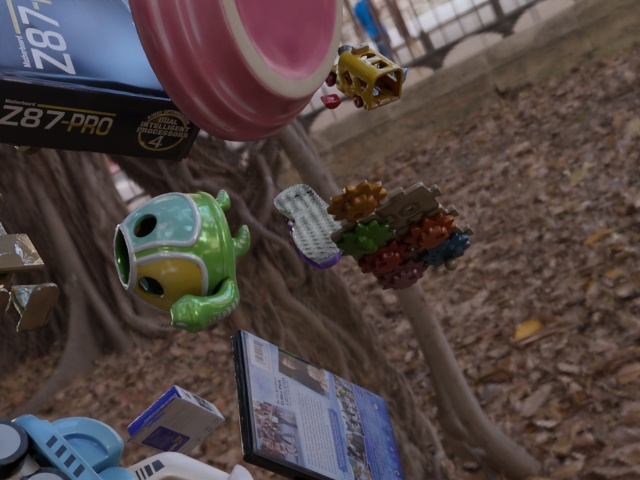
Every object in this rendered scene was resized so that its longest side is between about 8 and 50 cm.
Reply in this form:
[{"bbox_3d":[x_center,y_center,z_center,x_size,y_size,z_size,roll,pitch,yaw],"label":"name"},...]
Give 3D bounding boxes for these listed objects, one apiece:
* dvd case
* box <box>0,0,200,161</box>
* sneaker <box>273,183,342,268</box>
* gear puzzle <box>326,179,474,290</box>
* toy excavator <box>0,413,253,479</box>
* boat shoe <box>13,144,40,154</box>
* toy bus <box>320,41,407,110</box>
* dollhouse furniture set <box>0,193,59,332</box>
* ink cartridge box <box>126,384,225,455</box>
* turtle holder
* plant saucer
[{"bbox_3d":[0.002,0.222,1.043,0.022,0.253,0.180,-42,36,25],"label":"dvd case"},{"bbox_3d":[-0.335,-0.264,0.988,0.318,0.395,0.097,2,-43,-36],"label":"box"},{"bbox_3d":[0.001,-0.001,1.773,0.102,0.146,0.293,-27,31,-2],"label":"sneaker"},{"bbox_3d":[0.117,-0.008,1.292,0.175,0.044,0.339,-30,-32,14],"label":"gear puzzle"},{"bbox_3d":[-0.408,0.475,1.717,0.445,0.433,0.222,-27,-34,-46],"label":"toy excavator"},{"bbox_3d":[-0.508,-0.252,1.435,0.095,0.095,0.257,-44,46,14],"label":"boat shoe"},{"bbox_3d":[0.084,-0.364,1.849,0.202,0.104,0.191,7,42,3],"label":"toy bus"},{"bbox_3d":[-0.503,0.006,1.210,0.242,0.212,0.161,-4,-45,-46],"label":"dollhouse furniture set"},{"bbox_3d":[-0.376,0.462,2.226,0.165,0.065,0.333,-42,-25,-4],"label":"ink cartridge box"},{"bbox_3d":[-0.279,0.055,1.742,0.227,0.320,0.243,-4,-21,-27],"label":"turtle holder"},{"bbox_3d":[-0.069,-0.273,0.930,0.084,0.332,0.332,0,24,30],"label":"plant saucer"}]
